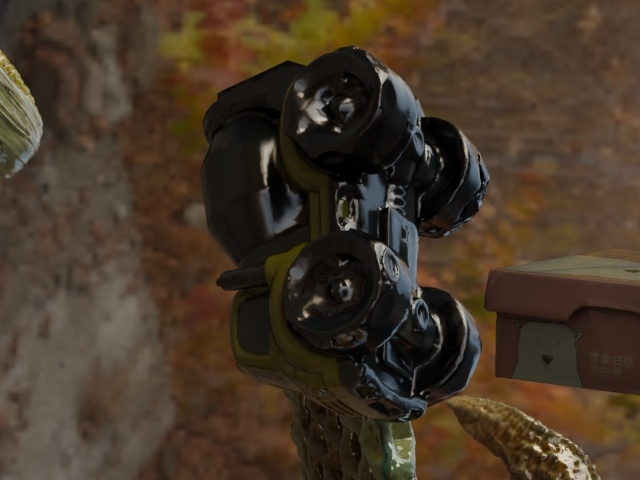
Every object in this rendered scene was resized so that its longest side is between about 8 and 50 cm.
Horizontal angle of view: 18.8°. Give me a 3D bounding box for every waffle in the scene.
[{"bbox_3d":[0.031,0.200,1.777,0.309,0.056,0.292,128,-50,-67],"label":"waffle"}]

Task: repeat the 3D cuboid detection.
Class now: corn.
[{"bbox_3d":[-0.387,-0.181,1.865,0.305,0.122,0.123,50,16,-34],"label":"corn"}]

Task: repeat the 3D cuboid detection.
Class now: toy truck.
[{"bbox_3d":[0.000,0.000,1.162,0.147,0.165,0.224,35,52,-55],"label":"toy truck"}]

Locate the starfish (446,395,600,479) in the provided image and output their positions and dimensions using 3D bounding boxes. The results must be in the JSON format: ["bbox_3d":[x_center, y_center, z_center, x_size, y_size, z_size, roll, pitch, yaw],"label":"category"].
[{"bbox_3d":[0.139,0.183,1.049,0.277,0.235,0.062,-58,155,10],"label":"starfish"}]

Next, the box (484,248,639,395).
[{"bbox_3d":[0.270,0.063,1.497,0.215,0.215,0.086,-8,102,-55],"label":"box"}]
